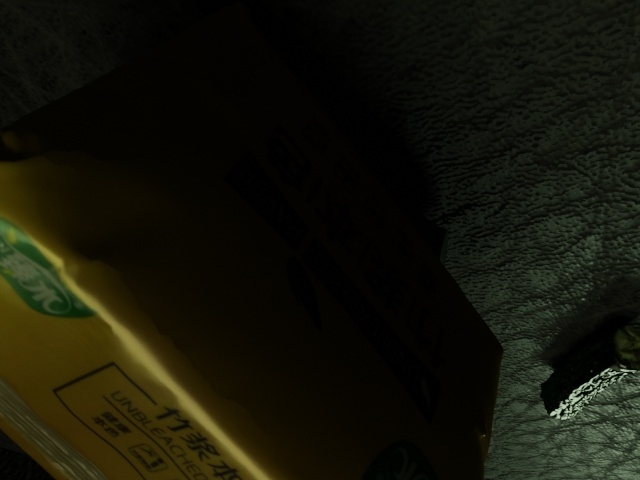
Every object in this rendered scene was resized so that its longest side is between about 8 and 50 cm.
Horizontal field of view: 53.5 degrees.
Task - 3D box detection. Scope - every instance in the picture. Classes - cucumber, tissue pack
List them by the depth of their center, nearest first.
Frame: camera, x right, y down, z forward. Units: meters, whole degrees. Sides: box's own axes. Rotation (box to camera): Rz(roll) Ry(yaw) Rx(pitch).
[{"bbox_3d":[-0.056,0.064,0.468,0.228,0.293,0.382,-27,109,34],"label":"tissue pack"},{"bbox_3d":[0.309,0.153,0.730,0.058,0.058,0.187,17,147,4],"label":"cucumber"}]

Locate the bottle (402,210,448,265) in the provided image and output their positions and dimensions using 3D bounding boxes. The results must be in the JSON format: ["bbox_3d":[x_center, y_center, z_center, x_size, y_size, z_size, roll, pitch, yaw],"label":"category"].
[{"bbox_3d":[0.000,0.000,0.647,0.253,0.080,0.096,8,172,17],"label":"bottle"}]
